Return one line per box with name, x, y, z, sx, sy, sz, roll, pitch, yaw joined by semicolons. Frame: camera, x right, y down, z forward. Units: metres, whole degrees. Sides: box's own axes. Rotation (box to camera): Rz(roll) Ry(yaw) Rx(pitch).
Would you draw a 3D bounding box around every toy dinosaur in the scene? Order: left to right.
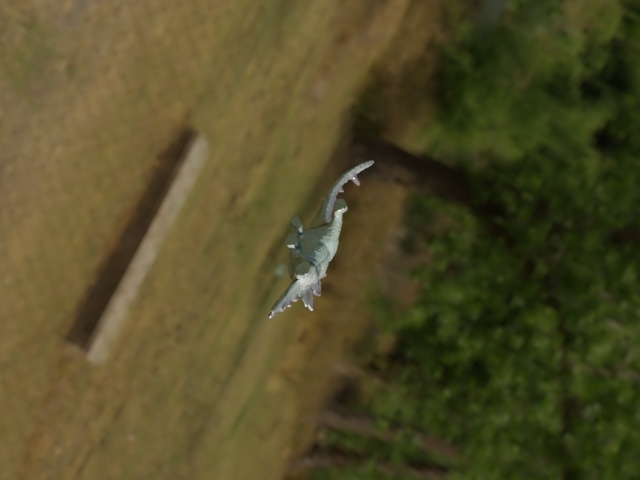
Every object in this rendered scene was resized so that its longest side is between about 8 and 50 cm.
toy dinosaur;-0.002;-0.001;1.614;0.082;0.039;0.209;94;20;-49
